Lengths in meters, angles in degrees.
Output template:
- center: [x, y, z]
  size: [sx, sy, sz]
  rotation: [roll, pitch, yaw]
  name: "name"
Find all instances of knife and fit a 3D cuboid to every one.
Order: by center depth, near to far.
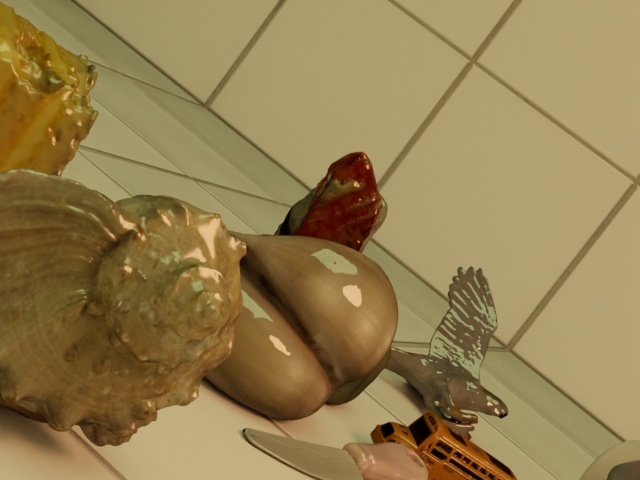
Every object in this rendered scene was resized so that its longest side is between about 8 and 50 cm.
- center: [0.024, 0.264, 1.880]
  size: [0.336, 0.043, 0.081]
  rotation: [16, 28, -53]
  name: "knife"

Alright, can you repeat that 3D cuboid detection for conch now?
- center: [-0.242, 0.052, 1.351]
  size: [0.297, 0.352, 0.210]
  rotation: [43, 45, -45]
  name: "conch"

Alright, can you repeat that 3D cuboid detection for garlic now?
- center: [-0.063, 0.063, 1.921]
  size: [0.340, 0.231, 0.246]
  rotation: [41, 9, -14]
  name: "garlic"

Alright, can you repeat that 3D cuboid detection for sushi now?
- center: [0.000, 0.000, 2.352]
  size: [0.124, 0.332, 0.130]
  rotation: [32, 28, -8]
  name: "sushi"

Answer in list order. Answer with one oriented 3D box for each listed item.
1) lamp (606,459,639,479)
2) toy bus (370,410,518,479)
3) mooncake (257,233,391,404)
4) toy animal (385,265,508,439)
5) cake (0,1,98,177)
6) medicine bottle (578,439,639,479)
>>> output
- center: [0.370, 0.393, 1.761]
  size: [0.247, 0.301, 0.247]
  rotation: [0, -15, 0]
  name: "lamp"
- center: [0.160, 0.287, 2.083]
  size: [0.194, 0.088, 0.083]
  rotation: [35, 9, -17]
  name: "toy bus"
- center: [-0.025, 0.106, 2.199]
  size: [0.275, 0.135, 0.275]
  rotation: [40, 5, -5]
  name: "mooncake"
- center: [0.154, 0.187, 2.552]
  size: [0.284, 0.225, 0.302]
  rotation: [11, 32, -28]
  name: "toy animal"
- center: [-0.411, -0.164, 1.727]
  size: [0.286, 0.227, 0.222]
  rotation: [33, 9, -25]
  name: "cake"
- center: [0.505, 0.428, 2.194]
  size: [0.245, 0.245, 0.306]
  rotation: [29, 2, -45]
  name: "medicine bottle"
